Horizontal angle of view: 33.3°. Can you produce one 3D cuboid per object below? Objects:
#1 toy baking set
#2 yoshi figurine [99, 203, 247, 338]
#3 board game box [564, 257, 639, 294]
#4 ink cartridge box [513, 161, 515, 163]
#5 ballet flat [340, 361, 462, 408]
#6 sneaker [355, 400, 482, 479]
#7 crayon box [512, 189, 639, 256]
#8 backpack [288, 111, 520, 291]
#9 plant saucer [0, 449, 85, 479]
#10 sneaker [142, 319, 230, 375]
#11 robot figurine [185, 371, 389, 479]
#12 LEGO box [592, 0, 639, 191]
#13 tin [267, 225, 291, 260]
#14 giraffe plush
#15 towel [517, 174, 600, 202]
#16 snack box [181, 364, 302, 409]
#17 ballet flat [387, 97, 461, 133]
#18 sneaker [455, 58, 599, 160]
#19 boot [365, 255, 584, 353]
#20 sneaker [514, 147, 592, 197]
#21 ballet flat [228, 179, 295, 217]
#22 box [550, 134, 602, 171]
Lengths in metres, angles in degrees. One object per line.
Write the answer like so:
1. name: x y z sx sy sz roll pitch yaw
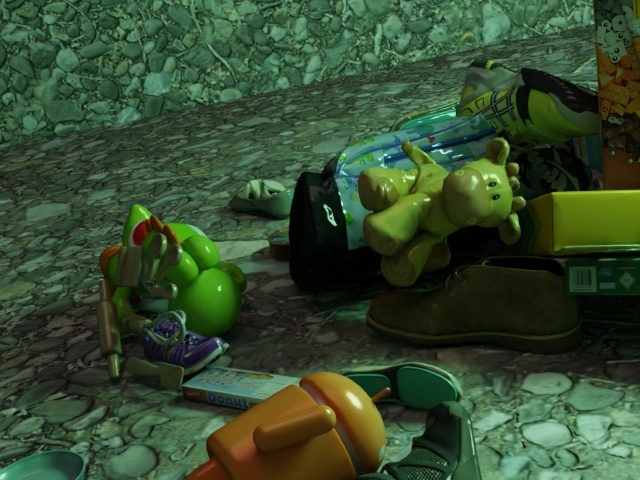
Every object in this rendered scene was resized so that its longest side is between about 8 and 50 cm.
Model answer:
1. toy baking set: -0.251 0.105 1.486 0.030 0.256 0.196 15 -36 -39
2. yoshi figurine: -0.225 0.072 1.662 0.203 0.204 0.362 24 -9 -19
3. board game box: 0.485 0.040 1.272 0.317 0.046 0.213 -2 -2 44
4. ink cartridge box: 0.308 -0.148 2.062 0.104 0.062 0.181 -2 21 29
5. ballet flat: 0.099 0.168 1.285 0.168 0.057 0.052 0 12 31
6. sneaker: 0.092 0.231 1.050 0.130 0.087 0.227 -3 25 5
7. crayon box: 0.378 -0.019 1.400 0.202 0.081 0.318 -1 -2 -1
8. backpack: 0.135 -0.060 1.652 0.355 0.273 0.290 0 -12 -6
9. plant saucer: -0.332 0.286 1.251 0.119 0.021 0.119 -10 18 3
10. sneaker: -0.197 0.144 1.484 0.170 0.071 0.068 -3 22 43
11. robot figurine: -0.026 0.215 1.074 0.219 0.158 0.128 -30 31 -18
12. LEGO box: 0.543 -0.265 1.579 0.193 0.373 0.500 -2 4 24
13. tin: 0.000 0.000 1.862 0.189 0.040 0.106 -2 25 26
14. giraffe plush: 0.175 -0.047 1.402 0.170 0.181 0.210 -7 27 40
15. towel: 0.322 -0.083 1.885 0.282 0.049 0.187 -17 20 -15
16. snack box: -0.094 0.192 1.378 0.178 0.022 0.064 3 23 37
17. ballet flat: 0.289 -0.226 2.042 0.348 0.123 0.123 -15 19 -7
18. sneaker: 0.340 -0.195 1.721 0.145 0.147 0.384 18 6 -20
19. boot: 0.192 0.073 1.411 0.305 0.115 0.112 -1 24 33
20. sneaker: 0.402 -0.087 1.738 0.106 0.078 0.234 -12 37 -7
21. ballet flat: -0.116 -0.092 2.147 0.072 0.068 0.213 -24 22 -33
22. box: 0.513 -0.199 2.025 0.060 0.101 0.244 -16 19 -11
